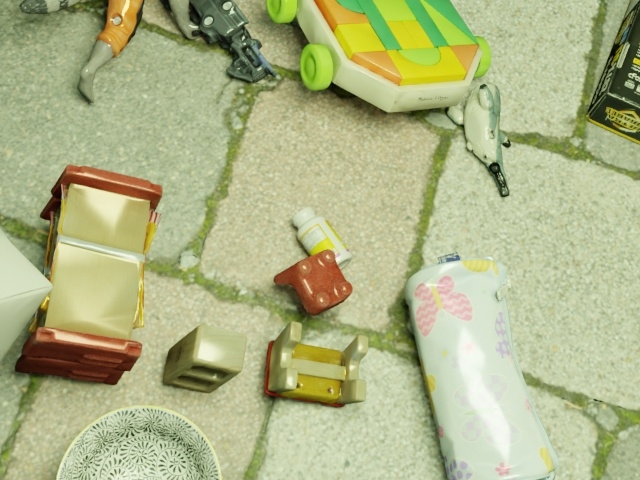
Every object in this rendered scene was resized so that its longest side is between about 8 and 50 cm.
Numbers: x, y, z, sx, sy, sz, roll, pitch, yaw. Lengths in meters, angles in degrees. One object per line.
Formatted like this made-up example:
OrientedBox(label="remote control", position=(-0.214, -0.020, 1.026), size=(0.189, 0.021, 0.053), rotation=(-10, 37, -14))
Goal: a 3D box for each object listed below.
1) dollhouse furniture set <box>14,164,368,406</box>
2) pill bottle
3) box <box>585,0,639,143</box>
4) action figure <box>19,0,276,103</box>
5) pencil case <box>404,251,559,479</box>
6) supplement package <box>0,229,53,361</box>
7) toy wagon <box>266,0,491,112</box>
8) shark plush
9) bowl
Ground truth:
OrientedBox(label="dollhouse furniture set", position=(-0.139, 0.071, 1.031), size=(0.374, 0.152, 0.201), rotation=(14, 65, -20))
OrientedBox(label="pill bottle", position=(0.000, 0.000, 1.110), size=(0.043, 0.043, 0.083), rotation=(-31, 74, -18))
OrientedBox(label="box", position=(0.565, -0.217, 1.256), size=(0.322, 0.079, 0.257), rotation=(25, 65, 3))
OrientedBox(label="action figure", position=(-0.207, -0.328, 1.154), size=(0.330, 0.178, 0.341), rotation=(-42, 77, -11))
OrientedBox(label="pencil case", position=(0.180, 0.155, 1.031), size=(0.124, 0.113, 0.273), rotation=(-10, 70, -2))
OrientedBox(label="supplement package", position=(-0.435, 0.102, 0.862), size=(0.177, 0.175, 0.293), rotation=(42, 110, 11))
OrientedBox(label="toy wagon", position=(0.064, -0.311, 1.193), size=(0.267, 0.068, 0.344), rotation=(-10, 59, -29))
OrientedBox(label="shark plush", position=(0.233, -0.141, 1.195), size=(0.067, 0.073, 0.161), rotation=(3, 57, -40))
OrientedBox(label="bowl", position=(-0.190, 0.267, 0.955), size=(0.170, 0.080, 0.170), rotation=(3, 68, -7))
